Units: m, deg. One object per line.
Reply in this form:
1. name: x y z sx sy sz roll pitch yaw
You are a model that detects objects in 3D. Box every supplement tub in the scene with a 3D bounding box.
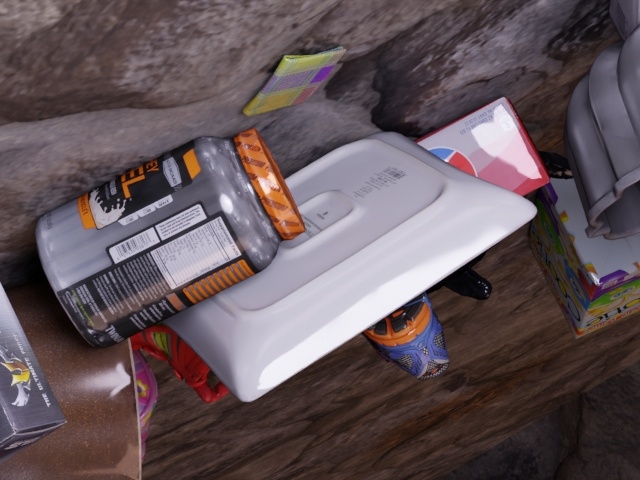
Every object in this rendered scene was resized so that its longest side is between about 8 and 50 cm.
1. supplement tub: -0.115 -0.006 1.475 0.190 0.117 0.117 -27 166 2

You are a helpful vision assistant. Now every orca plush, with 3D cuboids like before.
1. orca plush: 0.163 0.006 1.963 0.287 0.102 0.151 -35 175 35

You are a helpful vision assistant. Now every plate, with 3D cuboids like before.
1. plate: 0.000 0.000 1.544 0.278 0.045 0.277 -32 -156 -11

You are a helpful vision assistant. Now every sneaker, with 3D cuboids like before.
1. sneaker: 0.061 0.072 1.790 0.083 0.087 0.221 -31 -157 0
2. sneaker: -0.125 0.091 1.714 0.279 0.118 0.107 -12 -175 42

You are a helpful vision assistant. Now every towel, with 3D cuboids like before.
1. towel: -0.021 -0.121 1.444 0.060 0.009 0.083 -15 162 -33

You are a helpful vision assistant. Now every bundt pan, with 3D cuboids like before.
1. bundt pan: 0.344 -0.131 1.582 0.330 0.124 0.331 -23 166 -6

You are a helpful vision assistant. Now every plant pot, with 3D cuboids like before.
1. plant pot: -0.283 0.138 1.584 0.230 0.215 0.215 -6 160 -15

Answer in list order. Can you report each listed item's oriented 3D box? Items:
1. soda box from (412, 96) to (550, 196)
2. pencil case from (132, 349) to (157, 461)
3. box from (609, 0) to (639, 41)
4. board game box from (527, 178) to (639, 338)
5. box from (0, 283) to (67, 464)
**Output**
1. soda box: 0.073 -0.032 1.724 0.263 0.092 0.083 -28 180 8
2. pencil case: -0.230 0.184 1.940 0.124 0.124 0.284 -22 166 -16
3. box: 0.385 -0.267 1.524 0.322 0.058 0.232 -27 166 3
4. board game box: 0.336 -0.003 2.189 0.142 0.144 0.275 -24 165 -3
5. box: -0.282 0.055 1.179 0.183 0.231 0.056 -32 168 25
